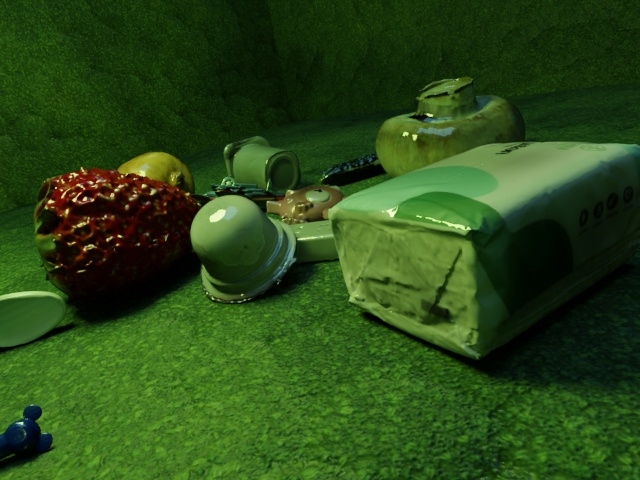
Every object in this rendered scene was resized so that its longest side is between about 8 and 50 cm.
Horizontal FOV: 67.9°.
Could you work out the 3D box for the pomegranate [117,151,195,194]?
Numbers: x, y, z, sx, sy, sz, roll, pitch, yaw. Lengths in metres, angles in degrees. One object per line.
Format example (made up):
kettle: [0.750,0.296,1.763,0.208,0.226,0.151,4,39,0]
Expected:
pomegranate: [-0.497,-0.153,1.428,0.248,0.248,0.248,-11,20,4]

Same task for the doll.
doll: [-0.021,-0.078,1.128,0.211,0.093,0.262,3,21,21]

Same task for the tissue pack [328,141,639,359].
tissue pack: [0.229,-0.016,0.664,0.356,0.193,0.266,-23,21,-28]

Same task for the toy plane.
toy plane: [-0.204,-0.126,1.356,0.326,0.104,0.223,-13,-9,-12]

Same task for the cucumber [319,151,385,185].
cucumber: [0.115,-0.227,1.492,0.265,0.077,0.077,-18,20,-13]

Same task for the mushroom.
mushroom: [0.307,-0.247,1.157,0.352,0.260,0.352,-12,25,6]

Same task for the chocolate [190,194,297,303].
chocolate: [-0.155,-0.011,0.858,0.221,0.147,0.221,-15,37,11]

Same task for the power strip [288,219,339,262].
power strip: [0.000,0.000,0.956,0.338,0.058,0.098,-6,20,15]

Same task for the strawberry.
strawberry: [-0.390,-0.016,0.974,0.343,0.292,0.292,-8,16,-27]

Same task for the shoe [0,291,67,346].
shoe: [-0.595,0.144,0.860,0.265,0.095,0.110,-20,20,-14]

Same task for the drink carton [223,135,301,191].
drink carton: [-0.173,-0.233,1.525,0.191,0.185,0.190,-25,26,-37]

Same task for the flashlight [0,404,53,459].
flashlight: [-0.376,0.243,0.548,0.121,0.057,0.035,-26,-12,-18]
